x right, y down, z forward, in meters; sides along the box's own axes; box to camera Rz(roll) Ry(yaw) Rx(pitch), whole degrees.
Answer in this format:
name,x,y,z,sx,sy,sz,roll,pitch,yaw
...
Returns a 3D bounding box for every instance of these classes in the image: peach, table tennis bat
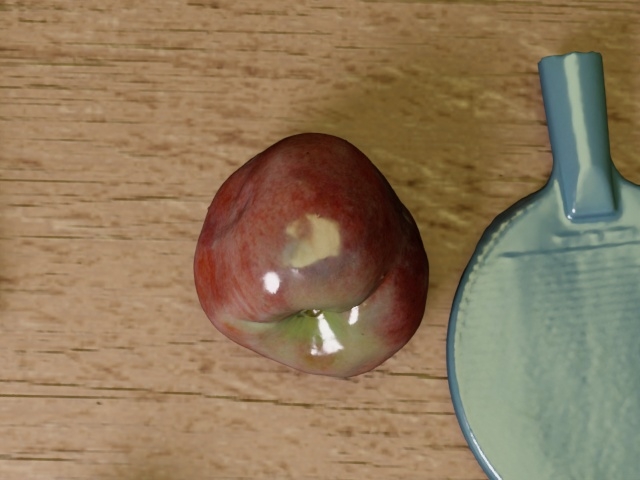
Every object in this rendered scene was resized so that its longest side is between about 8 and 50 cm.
name,x,y,z,sx,sy,sz,roll,pitch,yaw
peach,0.000,0.000,0.859,0.152,0.152,0.152,0,77,-1
table tennis bat,0.185,0.037,0.900,0.215,0.044,0.329,-6,80,-3
